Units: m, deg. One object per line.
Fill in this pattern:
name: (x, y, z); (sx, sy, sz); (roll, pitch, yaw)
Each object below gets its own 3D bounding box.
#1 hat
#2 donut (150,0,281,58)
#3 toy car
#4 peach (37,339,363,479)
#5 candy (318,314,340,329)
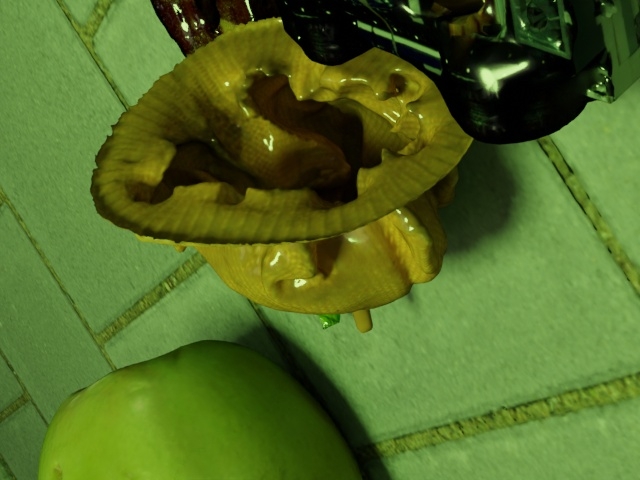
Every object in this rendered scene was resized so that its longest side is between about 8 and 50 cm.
hat: (0.000, 0.000, 0.807); (0.233, 0.244, 0.233); (40, 160, 40)
donut: (-0.074, -0.180, 0.871); (0.140, 0.059, 0.140); (37, 144, 33)
toy car: (0.041, -0.180, 0.625); (0.301, 0.118, 0.193); (34, 160, 43)
peach: (-0.105, 0.251, 1.107); (0.315, 0.281, 0.314); (54, -176, 18)
candy: (-0.041, -0.005, 1.016); (0.178, 0.032, 0.102); (35, 140, 37)
